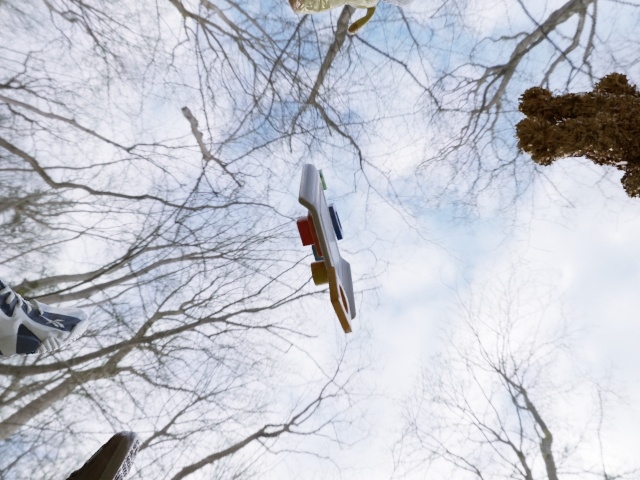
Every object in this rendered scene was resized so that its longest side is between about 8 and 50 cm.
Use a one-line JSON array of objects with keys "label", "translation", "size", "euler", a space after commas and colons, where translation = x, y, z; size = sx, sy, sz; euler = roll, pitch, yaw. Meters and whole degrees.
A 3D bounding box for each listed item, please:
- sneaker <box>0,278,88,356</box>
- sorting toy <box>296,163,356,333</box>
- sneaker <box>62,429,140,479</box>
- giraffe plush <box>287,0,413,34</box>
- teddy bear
[{"label": "sneaker", "translation": [-0.436, 0.074, 0.614], "size": [0.094, 0.234, 0.153], "euler": [15, -82, 44]}, {"label": "sorting toy", "translation": [0.000, 0.000, 0.669], "size": [0.047, 0.348, 0.196], "euler": [-17, -66, 8]}, {"label": "sneaker", "translation": [-0.239, 0.250, 0.393], "size": [0.071, 0.066, 0.189], "euler": [27, -117, 2]}, {"label": "giraffe plush", "translation": [0.029, -0.412, 0.598], "size": [0.181, 0.210, 0.171], "euler": [-33, -110, 33]}, {"label": "teddy bear", "translation": [0.481, -0.178, 0.711], "size": [0.337, 0.113, 0.245], "euler": [26, -126, 23]}]
